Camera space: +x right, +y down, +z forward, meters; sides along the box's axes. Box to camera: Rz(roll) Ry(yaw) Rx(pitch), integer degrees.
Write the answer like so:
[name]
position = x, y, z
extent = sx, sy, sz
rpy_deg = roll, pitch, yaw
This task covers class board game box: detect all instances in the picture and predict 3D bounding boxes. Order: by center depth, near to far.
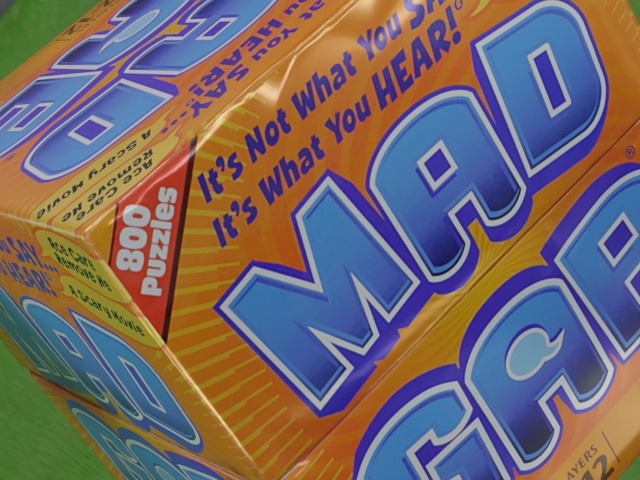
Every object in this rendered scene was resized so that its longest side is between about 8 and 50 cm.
[board game box]
position = 0.000, 0.000, 0.959
extent = 0.356, 0.356, 0.356
rpy_deg = -43, 116, -21
